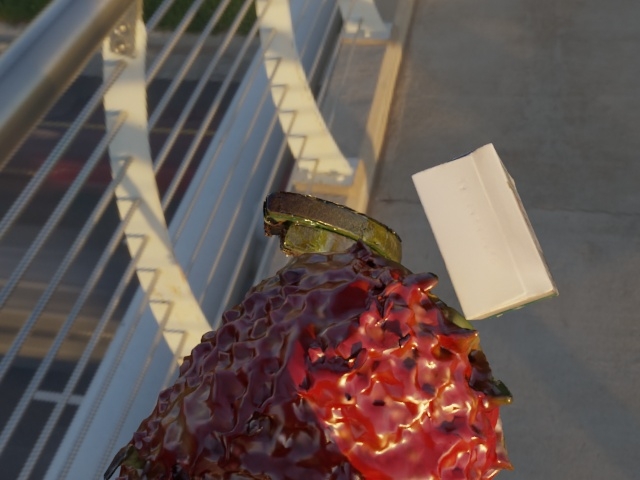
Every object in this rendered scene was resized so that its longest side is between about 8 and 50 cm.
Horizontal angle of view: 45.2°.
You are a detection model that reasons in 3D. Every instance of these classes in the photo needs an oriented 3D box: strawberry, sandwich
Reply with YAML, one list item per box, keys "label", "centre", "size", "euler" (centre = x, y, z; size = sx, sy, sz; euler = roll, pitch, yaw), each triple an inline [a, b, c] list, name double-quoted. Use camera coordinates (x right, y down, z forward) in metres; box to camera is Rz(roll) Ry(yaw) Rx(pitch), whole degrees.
- label: "strawberry"
  centre: [-0.025, 0.162, 0.637]
  size: [0.343, 0.292, 0.292]
  euler: [-28, 48, -18]
- label: "sandwich"
  centre: [0.001, 0.002, 1.112]
  size: [0.159, 0.235, 0.079]
  euler: [-3, 69, 38]

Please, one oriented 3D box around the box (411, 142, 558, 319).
- label: "box"
  centre: [0.161, 0.000, 0.722]
  size: [0.081, 0.199, 0.135]
  euler: [-22, 78, 14]
